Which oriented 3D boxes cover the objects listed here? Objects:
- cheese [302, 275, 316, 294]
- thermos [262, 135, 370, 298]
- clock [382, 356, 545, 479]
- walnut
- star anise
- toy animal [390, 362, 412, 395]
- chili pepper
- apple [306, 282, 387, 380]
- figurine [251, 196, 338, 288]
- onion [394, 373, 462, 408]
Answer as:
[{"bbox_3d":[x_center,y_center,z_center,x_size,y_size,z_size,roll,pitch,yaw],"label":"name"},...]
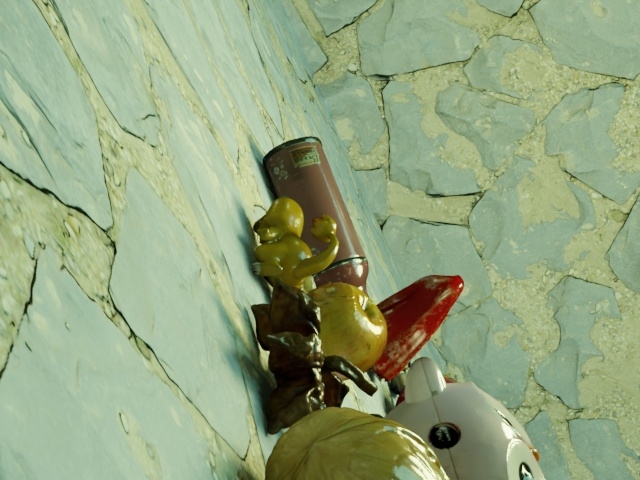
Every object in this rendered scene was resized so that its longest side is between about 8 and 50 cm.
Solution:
[{"bbox_3d":[-0.032,0.060,1.646,0.162,0.036,0.086,38,31,-74],"label":"cheese"},{"bbox_3d":[-0.003,-0.001,1.834,0.109,0.136,0.330,1,63,-51],"label":"thermos"},{"bbox_3d":[0.167,0.359,1.346,0.368,0.250,0.377,-103,174,-48],"label":"clock"},{"bbox_3d":[0.043,0.263,1.031,0.226,0.193,0.193,60,10,-27],"label":"walnut"},{"bbox_3d":[-0.023,0.143,1.244,0.196,0.111,0.212,62,13,14],"label":"star anise"},{"bbox_3d":[0.179,0.304,2.295,0.202,0.070,0.105,-98,-177,-76],"label":"toy animal"},{"bbox_3d":[0.179,0.148,2.093,0.136,0.252,0.144,50,13,10],"label":"chili pepper"},{"bbox_3d":[0.028,0.127,1.515,0.146,0.146,0.146,-23,90,-83],"label":"apple"},{"bbox_3d":[-0.034,-0.003,1.489,0.121,0.122,0.176,58,12,-37],"label":"figurine"},{"bbox_3d":[0.250,0.374,2.110,0.246,0.190,0.246,43,12,-12],"label":"onion"}]
